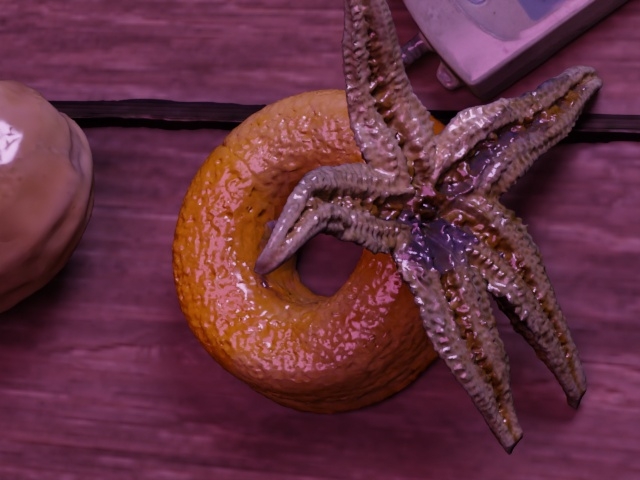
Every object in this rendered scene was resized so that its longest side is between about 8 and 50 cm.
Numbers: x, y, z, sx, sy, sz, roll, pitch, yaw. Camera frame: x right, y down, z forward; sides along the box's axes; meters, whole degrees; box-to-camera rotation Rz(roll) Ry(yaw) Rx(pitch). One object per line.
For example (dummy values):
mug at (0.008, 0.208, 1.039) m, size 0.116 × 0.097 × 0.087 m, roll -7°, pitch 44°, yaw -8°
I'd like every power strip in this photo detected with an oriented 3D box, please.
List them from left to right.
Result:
power strip at (0.120, -0.143, 0.825) m, size 0.227 × 0.029 × 0.080 m, roll -36°, pitch 69°, yaw 9°

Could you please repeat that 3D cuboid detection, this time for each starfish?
starfish at (0.053, -0.020, 0.758) m, size 0.050 × 0.217 × 0.223 m, roll 1°, pitch 116°, yaw 54°

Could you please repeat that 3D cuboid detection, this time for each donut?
donut at (0.000, 0.000, 0.824) m, size 0.152 × 0.058 × 0.151 m, roll -4°, pitch 79°, yaw 20°

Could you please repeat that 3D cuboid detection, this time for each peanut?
peanut at (-0.237, 0.016, 0.868) m, size 0.290 × 0.130 × 0.130 m, roll -33°, pitch 70°, yaw 10°
